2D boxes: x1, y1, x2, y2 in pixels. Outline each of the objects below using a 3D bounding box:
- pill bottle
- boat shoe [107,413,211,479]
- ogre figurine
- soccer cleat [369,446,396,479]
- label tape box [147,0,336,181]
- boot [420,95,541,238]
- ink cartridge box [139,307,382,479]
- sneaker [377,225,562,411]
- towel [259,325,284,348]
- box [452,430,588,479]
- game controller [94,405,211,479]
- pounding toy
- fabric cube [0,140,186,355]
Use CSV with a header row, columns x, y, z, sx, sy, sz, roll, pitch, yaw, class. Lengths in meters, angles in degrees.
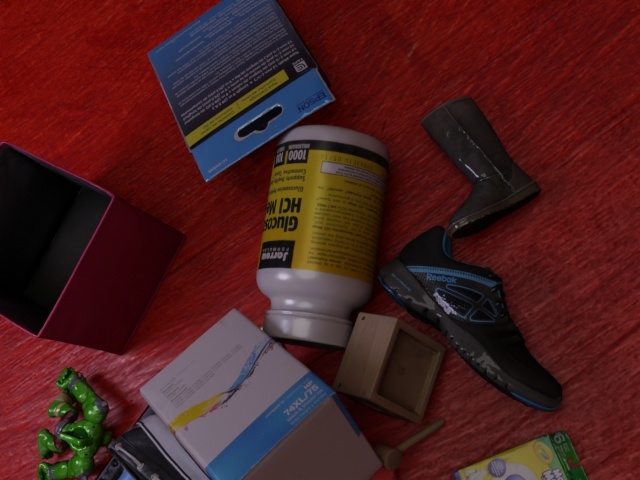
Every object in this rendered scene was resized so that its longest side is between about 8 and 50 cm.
x,y,z,sx,sy,sz,roll,pitch,yaw,class
0.000,0.000,1.413,0.188,0.188,0.333,4,78,19,pill bottle
-0.216,0.393,1.333,0.105,0.113,0.306,-29,57,-27,boat shoe
-0.423,0.331,1.522,0.118,0.097,0.197,14,70,32,ogre figurine
-0.004,0.384,1.382,0.248,0.083,0.095,-12,78,12,soccer cleat
-0.125,-0.259,1.516,0.249,0.115,0.347,-33,55,7,label tape box
0.227,-0.121,1.411,0.190,0.076,0.208,-26,74,-26,boot
-0.090,0.274,1.300,0.197,0.198,0.270,-42,42,-15,ink cartridge box
0.244,0.115,1.342,0.139,0.125,0.341,-46,70,-3,sneaker
-0.091,0.185,1.494,0.060,0.009,0.083,-28,70,11,towel
0.298,0.358,1.309,0.179,0.043,0.105,-25,71,9,box
-0.284,0.411,1.471,0.166,0.067,0.319,35,90,22,game controller
0.106,0.240,1.356,0.094,0.181,0.206,5,69,48,pounding toy
-0.437,0.018,1.515,0.259,0.258,0.254,26,87,22,fabric cube
